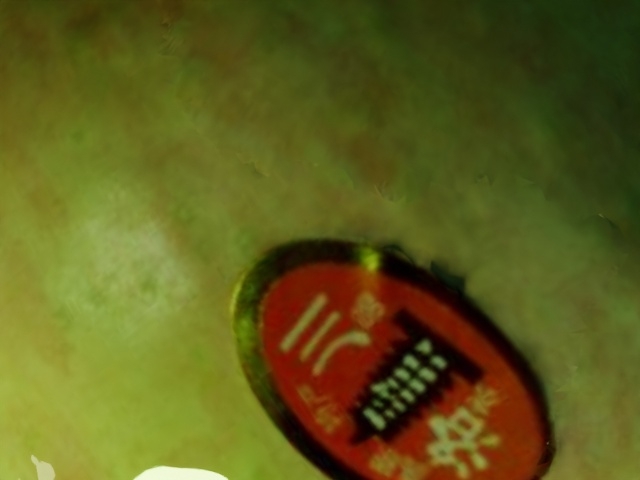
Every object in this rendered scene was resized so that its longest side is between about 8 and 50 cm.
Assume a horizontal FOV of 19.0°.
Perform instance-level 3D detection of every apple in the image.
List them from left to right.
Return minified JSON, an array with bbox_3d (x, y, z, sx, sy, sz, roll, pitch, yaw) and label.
[{"bbox_3d":[0.000,0.000,0.744,0.346,0.391,0.391,60,-168,17],"label":"apple"}]
